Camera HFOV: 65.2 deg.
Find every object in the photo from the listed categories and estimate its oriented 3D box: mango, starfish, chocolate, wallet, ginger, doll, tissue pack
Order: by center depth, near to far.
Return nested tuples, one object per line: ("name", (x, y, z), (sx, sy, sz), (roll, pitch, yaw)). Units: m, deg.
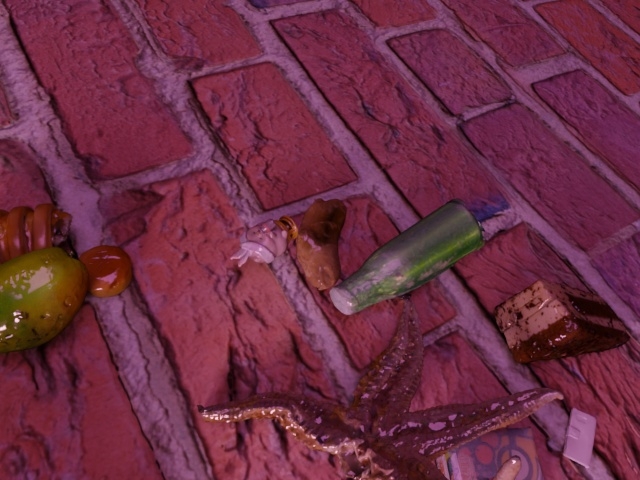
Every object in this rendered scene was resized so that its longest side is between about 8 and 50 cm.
("starfish", (0.098, 0.229, 0.688), (0.384, 0.132, 0.398), (-33, 31, -31))
("mango", (-0.434, 0.100, 0.698), (0.233, 0.111, 0.125), (-36, 84, -18))
("tissue pack", (0.242, 0.330, 0.718), (0.148, 0.060, 0.109), (3, 56, -11))
("wallet", (0.411, 0.311, 0.793), (0.044, 0.011, 0.083), (26, 57, 6))
("doll", (-0.095, -0.002, 0.848), (0.073, 0.084, 0.127), (41, 51, 18))
("chocolate", (0.147, 0.037, 0.867), (0.291, 0.110, 0.110), (-29, 67, -23))
("ginger", (0.002, 0.000, 0.872), (0.095, 0.069, 0.190), (21, 54, -13))

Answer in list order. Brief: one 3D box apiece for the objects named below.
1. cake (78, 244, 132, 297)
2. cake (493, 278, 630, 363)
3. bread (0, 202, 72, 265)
("cake", (-0.341, 0.048, 0.792), (0.084, 0.044, 0.084), (5, 55, -7))
("cake", (0.439, 0.126, 0.843), (0.246, 0.135, 0.112), (-4, 58, -14))
("bread", (-0.474, 0.003, 0.774), (0.177, 0.084, 0.119), (-9, 59, -12))
